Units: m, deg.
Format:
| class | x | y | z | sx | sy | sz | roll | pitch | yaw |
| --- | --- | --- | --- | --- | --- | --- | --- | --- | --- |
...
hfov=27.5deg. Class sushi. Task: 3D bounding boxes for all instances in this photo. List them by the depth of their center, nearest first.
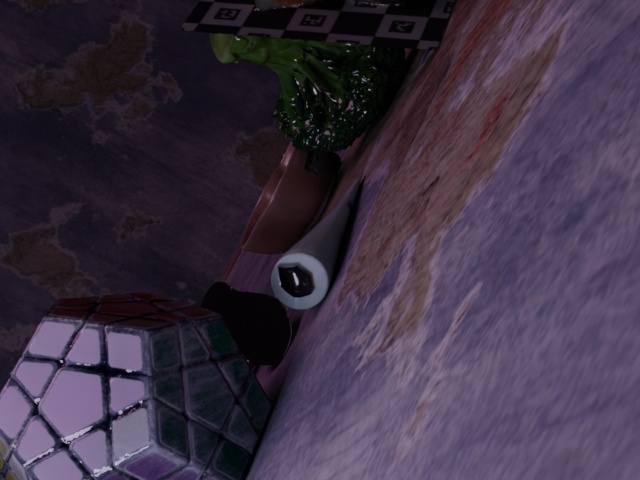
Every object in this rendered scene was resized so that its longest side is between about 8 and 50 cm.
| class | x | y | z | sx | sy | sz | roll | pitch | yaw |
| --- | --- | --- | --- | --- | --- | --- | --- | --- | --- |
| sushi | 0.022 | -0.392 | 1.843 | 0.343 | 0.359 | 0.064 | -66 | -21 | -49 |

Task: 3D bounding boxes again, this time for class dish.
| class | x | y | z | sx | sy | sz | roll | pitch | yaw |
| --- | --- | --- | --- | --- | --- | --- | --- | --- | --- |
| dish | -0.042 | -0.064 | 2.089 | 0.213 | 0.090 | 0.213 | -61 | 8 | 14 |

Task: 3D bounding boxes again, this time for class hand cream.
| class | x | y | z | sx | sy | sz | roll | pitch | yaw |
| --- | --- | --- | --- | --- | --- | --- | --- | --- | --- |
| hand cream | 0.000 | 0.000 | 1.616 | 0.109 | 0.067 | 0.321 | -60 | 1 | 20 |

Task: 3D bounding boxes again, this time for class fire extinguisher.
| class | x | y | z | sx | sy | sz | roll | pitch | yaw |
| --- | --- | --- | --- | --- | --- | --- | --- | --- | --- |
| fire extinguisher | 0.004 | -0.117 | 2.201 | 0.056 | 0.039 | 0.132 | -53 | 4 | -14 |

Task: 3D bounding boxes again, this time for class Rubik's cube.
| class | x | y | z | sx | sy | sz | roll | pitch | yaw |
| --- | --- | --- | --- | --- | --- | --- | --- | --- | --- |
| Rubik's cube | -0.212 | 0.201 | 1.416 | 0.319 | 0.264 | 0.319 | -61 | 6 | 10 |

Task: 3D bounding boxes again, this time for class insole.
| class | x | y | z | sx | sy | sz | roll | pitch | yaw |
| --- | --- | --- | --- | --- | --- | --- | --- | --- | --- |
| insole | -0.096 | 0.101 | 1.670 | 0.253 | 0.005 | 0.086 | 22 | 89 | 59 |

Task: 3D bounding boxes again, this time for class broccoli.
| class | x | y | z | sx | sy | sz | roll | pitch | yaw |
| --- | --- | --- | --- | --- | --- | --- | --- | --- | --- |
| broccoli | -0.017 | -0.270 | 1.933 | 0.297 | 0.297 | 0.298 | -1 | 89 | 60 |

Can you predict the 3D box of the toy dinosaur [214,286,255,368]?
| class | x | y | z | sx | sy | sz | roll | pitch | yaw |
| --- | --- | --- | --- | --- | --- | --- | --- | --- | --- |
| toy dinosaur | -0.159 | 0.163 | 1.795 | 0.251 | 0.072 | 0.200 | 37 | 99 | 46 |
